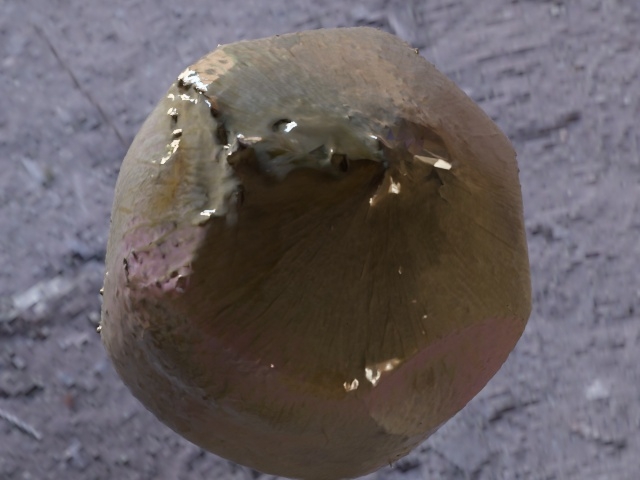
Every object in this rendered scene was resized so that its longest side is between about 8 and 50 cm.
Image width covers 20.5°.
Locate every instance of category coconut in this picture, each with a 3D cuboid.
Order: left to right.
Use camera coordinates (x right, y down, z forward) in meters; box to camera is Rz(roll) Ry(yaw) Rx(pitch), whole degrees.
[{"bbox_3d":[-0.002,-0.001,0.910,0.227,0.230,0.227,10,58,-17],"label":"coconut"}]
